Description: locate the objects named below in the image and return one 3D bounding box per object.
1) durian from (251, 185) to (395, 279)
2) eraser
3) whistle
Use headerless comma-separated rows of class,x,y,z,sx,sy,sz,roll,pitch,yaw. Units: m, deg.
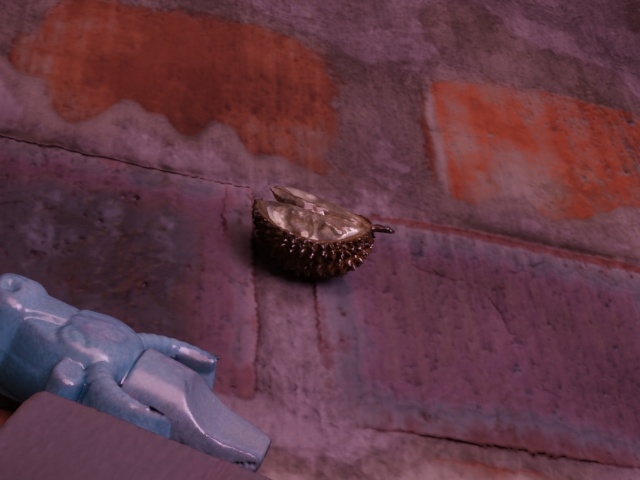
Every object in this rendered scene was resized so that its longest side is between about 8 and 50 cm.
durian,0.000,0.000,1.203,0.140,0.071,0.110,10,32,7
eraser,-0.115,0.196,0.823,0.353,0.077,0.111,17,42,24
whistle,-0.167,0.111,0.979,0.274,0.093,0.186,26,12,1
